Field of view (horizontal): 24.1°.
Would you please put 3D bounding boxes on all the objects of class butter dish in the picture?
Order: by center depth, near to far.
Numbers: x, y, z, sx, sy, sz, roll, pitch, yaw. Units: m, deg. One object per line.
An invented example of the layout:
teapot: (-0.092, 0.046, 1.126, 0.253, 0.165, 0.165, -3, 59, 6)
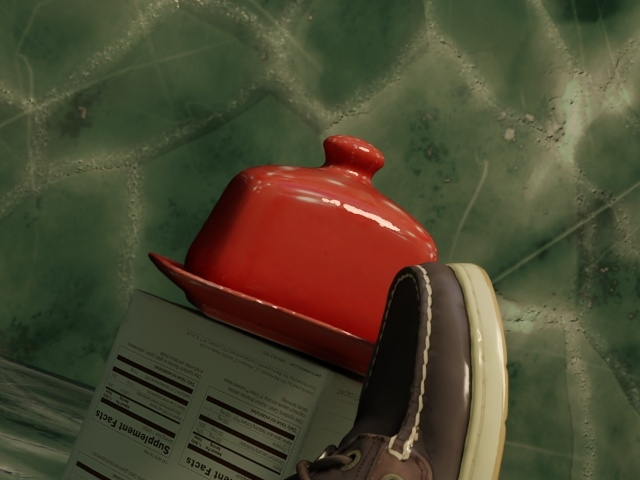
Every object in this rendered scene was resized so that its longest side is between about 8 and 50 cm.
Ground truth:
butter dish: (0.000, 0.000, 0.811, 0.160, 0.118, 0.160, 22, -2, -10)

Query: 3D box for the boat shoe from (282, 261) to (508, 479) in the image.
boat shoe: (0.016, 0.136, 0.660, 0.092, 0.285, 0.103, 15, -18, -10)

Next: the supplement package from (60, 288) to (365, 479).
supplement package: (-0.034, 0.161, 0.855, 0.149, 0.203, 0.194, 20, -2, 36)
